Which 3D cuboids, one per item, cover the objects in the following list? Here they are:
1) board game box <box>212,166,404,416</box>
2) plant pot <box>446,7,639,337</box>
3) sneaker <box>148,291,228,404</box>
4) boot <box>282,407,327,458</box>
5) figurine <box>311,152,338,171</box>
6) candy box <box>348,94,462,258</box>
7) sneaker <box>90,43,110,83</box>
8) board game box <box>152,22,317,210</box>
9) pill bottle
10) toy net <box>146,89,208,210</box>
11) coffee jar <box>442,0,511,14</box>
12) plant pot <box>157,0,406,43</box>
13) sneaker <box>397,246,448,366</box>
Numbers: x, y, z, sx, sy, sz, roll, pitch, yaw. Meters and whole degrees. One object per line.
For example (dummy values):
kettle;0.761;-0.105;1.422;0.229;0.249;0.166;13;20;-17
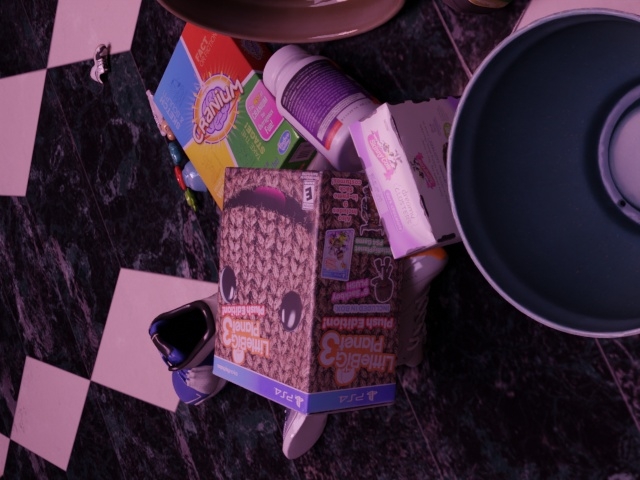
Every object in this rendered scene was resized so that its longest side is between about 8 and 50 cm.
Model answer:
board game box;-0.019;0.053;1.072;0.232;0.141;0.291;7;95;53
plant pot;0.299;-0.071;0.791;0.293;0.196;0.293;15;110;45
sneaker;-0.231;0.183;1.449;0.127;0.182;0.315;57;135;23
boot;-0.032;0.264;1.347;0.086;0.069;0.190;44;121;41
figurine;0.000;0.000;1.226;0.215;0.092;0.209;-49;60;41
candy box;0.145;-0.080;0.956;0.070;0.196;0.165;-25;81;48
sneaker;-0.439;-0.357;1.654;0.037;0.032;0.083;37;131;19
board game box;-0.142;-0.205;1.337;0.316;0.064;0.242;56;134;21
pill bottle;0.006;-0.191;1.147;0.193;0.108;0.108;47;130;29
toy net;-0.257;-0.175;1.494;0.122;0.045;0.232;107;140;-67
coffee jar;0.217;-0.316;0.892;0.184;0.096;0.079;-23;80;47
plant pot;-0.046;-0.438;1.029;0.323;0.323;0.280;-8;77;48
sneaker;0.117;0.105;1.127;0.121;0.099;0.262;49;138;13
